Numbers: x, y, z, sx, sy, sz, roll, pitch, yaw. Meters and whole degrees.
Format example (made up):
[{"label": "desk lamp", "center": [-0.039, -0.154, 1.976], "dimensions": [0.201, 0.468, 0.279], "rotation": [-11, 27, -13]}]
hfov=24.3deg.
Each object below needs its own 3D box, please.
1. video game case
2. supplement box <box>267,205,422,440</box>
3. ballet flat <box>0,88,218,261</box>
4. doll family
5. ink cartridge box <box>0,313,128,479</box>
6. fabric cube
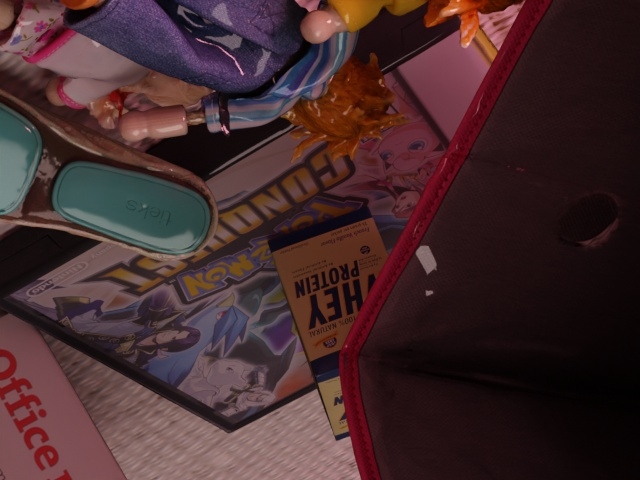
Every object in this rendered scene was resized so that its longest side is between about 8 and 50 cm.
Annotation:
[{"label": "video game case", "center": [0.000, 0.000, 0.806], "dimensions": [0.275, 0.035, 0.248], "rotation": [-30, 147, 13]}, {"label": "supplement box", "center": [0.016, 0.044, 0.769], "dimensions": [0.056, 0.083, 0.083], "rotation": [-19, 148, -2]}, {"label": "ballet flat", "center": [-0.126, -0.032, 0.660], "dimensions": [0.168, 0.052, 0.057], "rotation": [24, 98, -22]}, {"label": "doll family", "center": [-0.010, -0.099, 0.572], "dimensions": [0.263, 0.118, 0.163], "rotation": [-37, 145, 23]}, {"label": "ink cartridge box", "center": [-0.217, 0.210, 0.787], "dimensions": [0.270, 0.198, 0.197], "rotation": [-28, 152, -16]}, {"label": "fabric cube", "center": [0.190, 0.064, 0.598], "dimensions": [0.258, 0.254, 0.259], "rotation": [11, 126, -23]}]
